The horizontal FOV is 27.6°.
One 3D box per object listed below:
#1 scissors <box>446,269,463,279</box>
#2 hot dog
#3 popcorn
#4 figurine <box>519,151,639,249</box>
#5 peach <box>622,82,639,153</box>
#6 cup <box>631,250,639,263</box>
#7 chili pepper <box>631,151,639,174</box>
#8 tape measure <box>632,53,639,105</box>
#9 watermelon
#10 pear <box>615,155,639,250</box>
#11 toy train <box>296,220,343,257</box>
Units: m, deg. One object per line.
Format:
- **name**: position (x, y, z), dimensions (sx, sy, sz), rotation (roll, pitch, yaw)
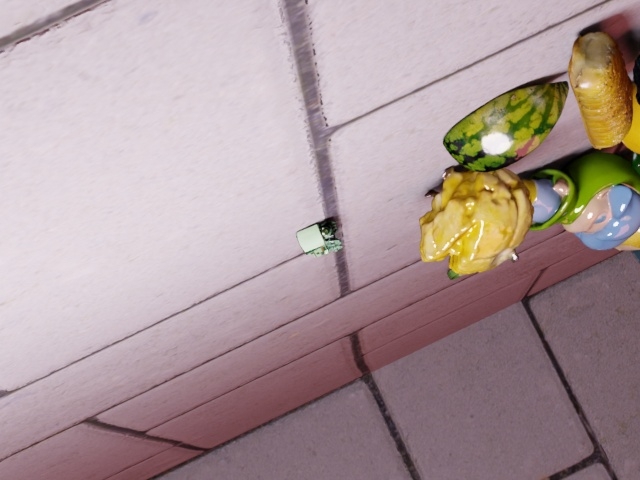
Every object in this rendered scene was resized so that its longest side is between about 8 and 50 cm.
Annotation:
- **scissors**: position (0.278, 0.042, 2.461), dimensions (0.101, 0.027, 0.204), rotation (-29, 170, 9)
- **hot dog**: position (0.321, -0.167, 1.477), dimensions (0.068, 0.083, 0.289), rotation (-11, 169, 12)
- **popcorn**: position (0.201, -0.027, 1.714), dimensions (0.167, 0.152, 0.148), rotation (-44, 164, 16)
- **figurine**: position (0.396, -0.064, 2.008), dimensions (0.263, 0.143, 0.162), rotation (1, 154, -29)
- **peach**: position (0.472, -0.181, 1.703), dimensions (0.179, 0.103, 0.179), rotation (-26, 166, -7)
- **cup**: position (0.745, -0.091, 2.484), dimensions (0.242, 0.308, 0.292), rotation (23, 141, -30)
- **chili pepper**: position (0.597, -0.148, 1.985), dimensions (0.261, 0.174, 0.165), rotation (-30, 149, -31)
- **tape measure**: position (0.469, -0.207, 1.499), dimensions (0.223, 0.135, 0.202), rotation (-31, 169, 14)
- **watermelon**: position (0.212, -0.120, 1.498), dimensions (0.163, 0.069, 0.087), rotation (-31, 167, 32)
- **pear**: position (0.533, -0.060, 2.217), dimensions (0.178, 0.178, 0.178), rotation (-25, 168, -5)
- **toy train**: position (0.000, 0.000, 1.668), dimensions (0.053, 0.033, 0.083), rotation (-21, 169, 1)
